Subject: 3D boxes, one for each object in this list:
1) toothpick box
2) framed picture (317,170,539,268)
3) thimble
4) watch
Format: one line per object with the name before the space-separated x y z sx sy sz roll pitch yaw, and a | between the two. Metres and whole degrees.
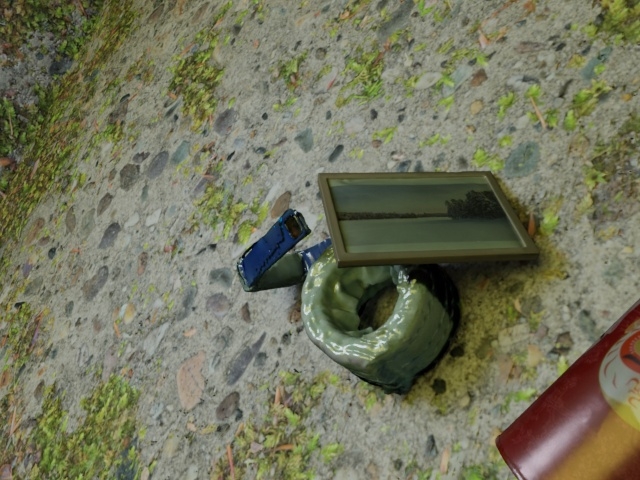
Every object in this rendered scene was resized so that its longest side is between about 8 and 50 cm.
toothpick box | 0.374 0.171 0.690 0.333 0.204 0.204 -46 44 8
framed picture | 0.151 -0.039 0.981 0.289 0.016 0.213 -2 40 -8
thimble | 0.089 0.108 1.010 0.237 0.150 0.237 -19 54 28
watch | 0.006 0.001 1.144 0.274 0.276 0.068 -43 63 49
